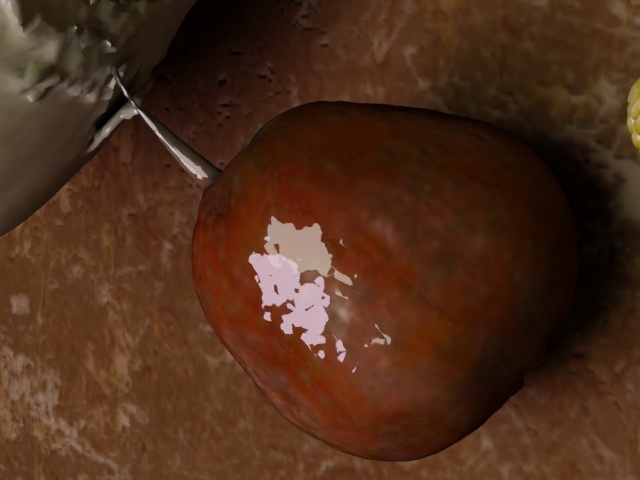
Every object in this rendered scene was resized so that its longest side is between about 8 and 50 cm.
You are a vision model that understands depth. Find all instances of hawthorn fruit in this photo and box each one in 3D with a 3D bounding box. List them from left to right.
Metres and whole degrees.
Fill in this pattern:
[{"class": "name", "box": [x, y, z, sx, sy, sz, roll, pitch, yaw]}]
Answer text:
[{"class": "hawthorn fruit", "box": [0.008, 0.016, 0.671, 0.149, 0.189, 0.149, -177, 90, -85]}]

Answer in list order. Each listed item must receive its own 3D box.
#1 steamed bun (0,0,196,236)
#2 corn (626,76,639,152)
[{"class": "steamed bun", "box": [-0.177, -0.138, 0.787, 0.312, 0.233, 0.333, 125, 161, -51]}, {"class": "corn", "box": [0.174, -0.012, 0.560, 0.085, 0.063, 0.165, -45, 64, 18]}]
